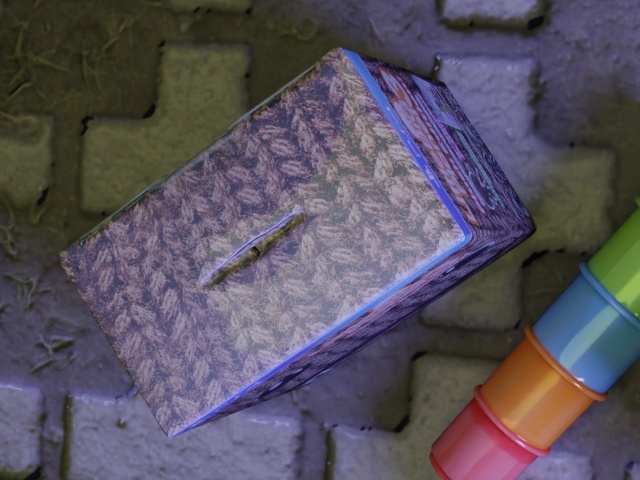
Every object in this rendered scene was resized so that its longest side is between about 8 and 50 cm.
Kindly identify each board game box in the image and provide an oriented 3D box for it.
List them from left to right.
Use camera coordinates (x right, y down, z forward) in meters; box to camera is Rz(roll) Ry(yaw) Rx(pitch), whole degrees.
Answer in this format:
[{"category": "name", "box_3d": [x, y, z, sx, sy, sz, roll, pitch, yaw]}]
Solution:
[{"category": "board game box", "box_3d": [0.000, 0.000, 1.045, 0.232, 0.291, 0.141, -35, 81, 15]}]

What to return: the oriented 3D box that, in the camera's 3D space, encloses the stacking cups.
[{"category": "stacking cups", "box_3d": [0.202, 0.063, 1.099, 0.096, 0.096, 0.316, 45, 108, 11]}]
